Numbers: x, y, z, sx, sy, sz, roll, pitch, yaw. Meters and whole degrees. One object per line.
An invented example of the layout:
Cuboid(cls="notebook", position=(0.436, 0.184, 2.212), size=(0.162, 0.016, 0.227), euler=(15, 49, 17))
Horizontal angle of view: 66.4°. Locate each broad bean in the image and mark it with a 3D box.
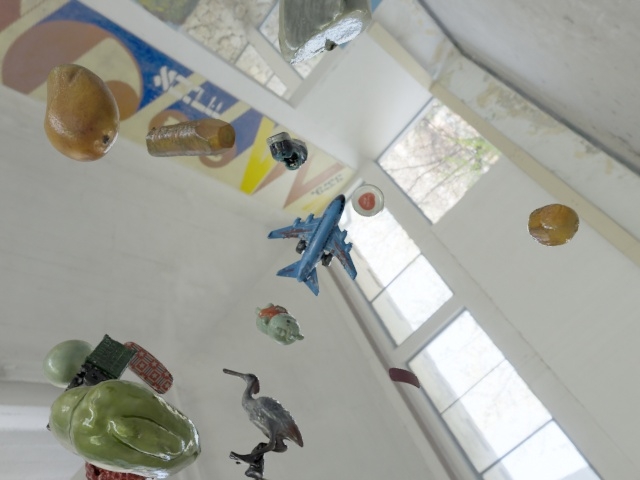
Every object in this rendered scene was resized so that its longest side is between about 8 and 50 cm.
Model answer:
Cuboid(cls="broad bean", position=(-0.302, 0.295, 0.766), size=(0.238, 0.291, 0.119), euler=(17, -118, -1))

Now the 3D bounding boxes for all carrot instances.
Cuboid(cls="carrot", position=(-0.397, -0.309, 1.485), size=(0.302, 0.114, 0.114), euler=(3, 180, 29))

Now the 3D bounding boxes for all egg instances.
Cuboid(cls="egg", position=(-0.610, 0.301, 1.203), size=(0.114, 0.114, 0.152), euler=(42, -178, 3))

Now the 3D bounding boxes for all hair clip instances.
Cuboid(cls="hair clip", position=(0.300, 0.483, 1.721), size=(0.137, 0.022, 0.054), euler=(23, -143, -23))

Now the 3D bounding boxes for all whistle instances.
Cuboid(cls="whistle", position=(-0.133, 0.251, 1.486), size=(0.253, 0.106, 0.101), euler=(19, 145, 58))

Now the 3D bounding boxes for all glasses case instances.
Cuboid(cls="glasses case", position=(-0.522, 0.379, 1.468), size=(0.194, 0.073, 0.049), euler=(40, 157, 3))

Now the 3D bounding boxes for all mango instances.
Cuboid(cls="mango", position=(-0.373, -0.202, 0.769), size=(0.089, 0.115, 0.164), euler=(76, -173, -71))

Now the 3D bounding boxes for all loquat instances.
Cuboid(cls="loquat", position=(0.664, -0.046, 1.403), size=(0.113, 0.137, 0.137), euler=(37, -163, -38))

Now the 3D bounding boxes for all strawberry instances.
Cuboid(cls="strawberry", position=(-0.570, 0.581, 1.370), size=(0.205, 0.206, 0.244), euler=(-93, -7, -65))

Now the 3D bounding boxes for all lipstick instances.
Cuboid(cls="lipstick", position=(0.141, -0.108, 1.406), size=(0.087, 0.087, 0.327), euler=(43, -174, 4))

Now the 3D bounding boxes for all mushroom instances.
Cuboid(cls="mushroom", position=(-0.022, -0.462, 0.796), size=(0.122, 0.159, 0.328), euler=(145, 110, -75))

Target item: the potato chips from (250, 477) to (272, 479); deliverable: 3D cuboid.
Cuboid(cls="potato chips", position=(-0.113, 0.562, 1.080), size=(0.208, 0.196, 0.061), euler=(49, -135, -47))

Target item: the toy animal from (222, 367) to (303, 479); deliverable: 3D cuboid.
Cuboid(cls="toy animal", position=(-0.158, 0.474, 1.341), size=(0.195, 0.090, 0.324), euler=(2, -139, -18))

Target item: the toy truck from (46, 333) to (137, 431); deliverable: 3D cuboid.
Cuboid(cls="toy truck", position=(-0.509, 0.333, 1.073), size=(0.088, 0.259, 0.121), euler=(34, -148, -9))

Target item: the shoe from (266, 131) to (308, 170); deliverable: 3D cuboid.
Cuboid(cls="shoe", position=(-0.099, -0.273, 1.569), size=(0.207, 0.092, 0.106), euler=(7, -114, -69))

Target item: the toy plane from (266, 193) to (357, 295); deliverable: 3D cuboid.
Cuboid(cls="toy plane", position=(0.000, 0.000, 1.290), size=(0.254, 0.271, 0.105), euler=(27, 164, 6))
